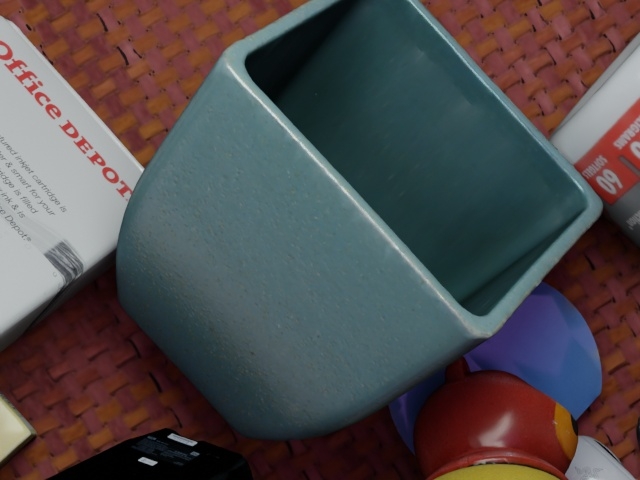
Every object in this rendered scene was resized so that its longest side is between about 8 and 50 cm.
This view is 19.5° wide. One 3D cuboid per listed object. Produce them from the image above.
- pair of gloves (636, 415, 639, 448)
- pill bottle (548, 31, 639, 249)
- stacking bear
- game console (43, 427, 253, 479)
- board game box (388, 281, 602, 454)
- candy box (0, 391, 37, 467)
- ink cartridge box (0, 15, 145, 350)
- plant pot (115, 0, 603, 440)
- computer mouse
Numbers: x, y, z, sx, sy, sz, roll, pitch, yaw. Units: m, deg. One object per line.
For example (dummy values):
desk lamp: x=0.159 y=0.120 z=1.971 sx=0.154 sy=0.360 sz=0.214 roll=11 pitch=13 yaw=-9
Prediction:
pair of gloves: x=0.286 y=0.159 z=1.454 sx=0.083 sy=0.010 sz=0.074 roll=-16 pitch=79 yaw=-24
pill bottle: x=0.365 y=-0.021 z=1.393 sx=0.363 sy=0.210 sz=0.210 roll=42 pitch=81 yaw=1
stacking bear: x=0.126 y=0.214 z=1.295 sx=0.164 sy=0.175 sz=0.289 roll=-20 pitch=43 yaw=18
game console: x=-0.093 y=0.221 z=1.243 sx=0.213 sy=0.361 sz=0.044 roll=-30 pitch=117 yaw=-34
board game box: x=0.134 y=0.109 z=1.446 sx=0.133 sy=0.033 sz=0.169 roll=43 pitch=86 yaw=-4
candy box: x=-0.381 y=0.089 z=1.369 sx=0.183 sy=0.087 sz=0.316 roll=-43 pitch=88 yaw=-9
ink cartridge box: x=-0.273 y=-0.012 z=1.316 sx=0.198 sy=0.115 sz=0.273 roll=48 pitch=45 yaw=2
plant pot: x=0.000 y=0.000 z=1.324 sx=0.248 sy=0.247 sz=0.252 roll=47 pitch=124 yaw=2
computer mouse: x=0.241 y=0.235 z=1.432 sx=0.106 sy=0.042 sz=0.193 roll=-39 pitch=88 yaw=-8
